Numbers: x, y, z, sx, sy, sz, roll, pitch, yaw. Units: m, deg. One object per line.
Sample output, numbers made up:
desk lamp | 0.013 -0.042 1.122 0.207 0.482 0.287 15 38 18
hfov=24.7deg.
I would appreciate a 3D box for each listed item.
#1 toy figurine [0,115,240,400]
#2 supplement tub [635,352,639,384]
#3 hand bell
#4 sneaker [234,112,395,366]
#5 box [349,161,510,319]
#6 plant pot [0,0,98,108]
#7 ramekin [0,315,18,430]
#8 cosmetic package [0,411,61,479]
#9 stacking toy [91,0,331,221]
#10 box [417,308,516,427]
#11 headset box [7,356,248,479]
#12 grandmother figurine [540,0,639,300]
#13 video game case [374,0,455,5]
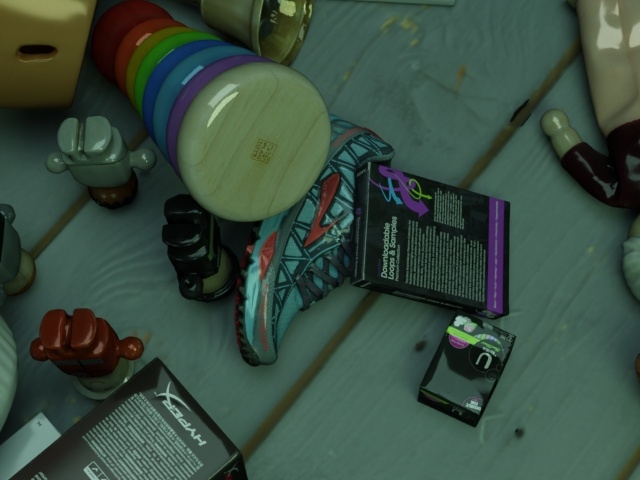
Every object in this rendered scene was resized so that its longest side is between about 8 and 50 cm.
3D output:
toy figurine | -0.203 0.014 1.335 0.209 0.148 0.213 40 78 20
supplement tub | 0.440 0.057 1.282 0.316 0.193 0.193 -38 74 -13
hand bell | -0.141 -0.254 1.469 0.242 0.126 0.126 16 70 19
sneaker | 0.000 0.000 1.356 0.125 0.104 0.261 17 71 4
box | 0.103 0.002 1.354 0.162 0.029 0.116 15 67 -28
plant pot | -0.310 -0.242 1.372 0.204 0.291 0.290 14 69 -10
ramekin | -0.376 0.134 1.237 0.273 0.127 0.272 -28 36 23
cosmetic package | -0.309 0.256 1.263 0.239 0.099 0.060 -40 74 -13
stacking toy | -0.125 -0.138 1.342 0.141 0.141 0.330 -35 36 -12
box | 0.133 0.117 1.336 0.062 0.052 0.083 25 72 10
headset box | -0.202 0.253 1.199 0.293 0.218 0.110 -39 74 -14
grandmother figurine | 0.321 -0.104 1.401 0.208 0.104 0.342 -11 70 26
video game case | 0.064 -0.313 1.519 0.157 0.019 0.143 3 69 3
